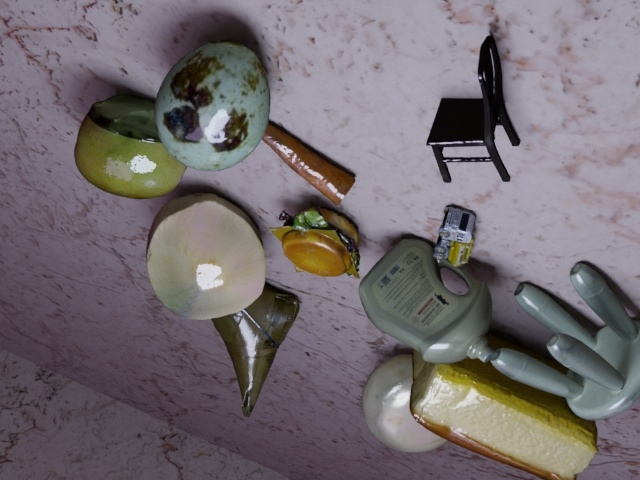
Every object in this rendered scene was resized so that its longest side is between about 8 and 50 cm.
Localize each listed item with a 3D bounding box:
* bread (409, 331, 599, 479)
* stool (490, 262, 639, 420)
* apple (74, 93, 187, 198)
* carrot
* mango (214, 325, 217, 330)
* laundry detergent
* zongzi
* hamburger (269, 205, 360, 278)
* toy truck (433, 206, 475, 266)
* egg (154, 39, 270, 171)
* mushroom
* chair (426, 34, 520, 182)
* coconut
[{"bbox_3d":[0.335,0.291,1.549,0.333,0.143,0.323,25,-163,3],"label":"bread"},{"bbox_3d":[0.433,0.173,1.385,0.199,0.195,0.195,37,150,-12],"label":"stool"},{"bbox_3d":[-0.322,-0.155,1.424,0.188,0.173,0.207,29,168,-3],"label":"apple"},{"bbox_3d":[-0.040,-0.144,1.348,0.224,0.057,0.057,37,150,-14],"label":"carrot"},{"bbox_3d":[-0.221,0.210,2.051,0.102,0.084,0.184,25,157,-2],"label":"mango"},{"bbox_3d":[0.199,0.119,1.412,0.253,0.181,0.091,40,170,30],"label":"laundry detergent"},{"bbox_3d":[-0.210,0.211,1.829,0.260,0.289,0.123,30,164,-14],"label":"zongzi"},{"bbox_3d":[0.001,-0.002,1.507,0.164,0.093,0.189,11,151,19],"label":"hamburger"},{"bbox_3d":[0.229,-0.004,1.373,0.063,0.052,0.123,14,152,9],"label":"toy truck"},{"bbox_3d":[-0.156,-0.201,1.208,0.169,0.169,0.231,28,140,-8],"label":"egg"},{"bbox_3d":[0.216,0.362,1.873,0.246,0.202,0.246,-1,113,-1],"label":"mushroom"},{"bbox_3d":[0.192,-0.173,1.081,0.102,0.084,0.212,2,145,28],"label":"chair"},{"bbox_3d":[-0.228,0.035,1.610,0.259,0.259,0.259,18,151,10],"label":"coconut"}]
